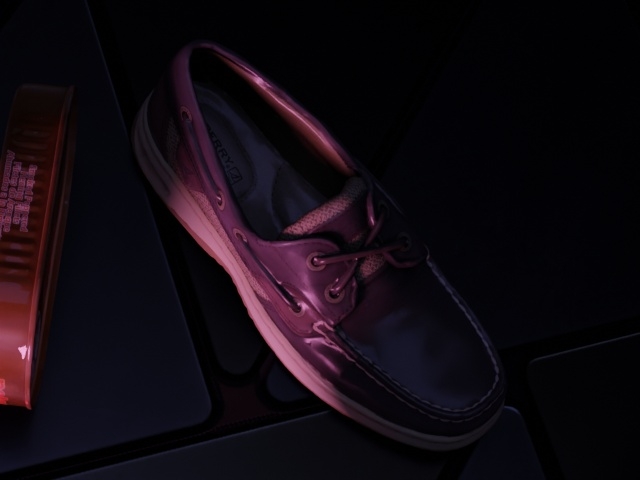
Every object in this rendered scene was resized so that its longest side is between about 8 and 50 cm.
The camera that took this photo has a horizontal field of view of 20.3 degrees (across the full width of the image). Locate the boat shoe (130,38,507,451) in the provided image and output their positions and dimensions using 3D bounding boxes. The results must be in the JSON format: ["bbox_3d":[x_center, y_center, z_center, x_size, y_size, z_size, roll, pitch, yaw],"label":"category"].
[{"bbox_3d":[0.000,0.000,1.028,0.103,0.092,0.285,-36,76,-24],"label":"boat shoe"}]

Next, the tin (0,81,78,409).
[{"bbox_3d":[-0.162,0.001,0.990,0.040,0.106,0.189,5,63,-1],"label":"tin"}]
